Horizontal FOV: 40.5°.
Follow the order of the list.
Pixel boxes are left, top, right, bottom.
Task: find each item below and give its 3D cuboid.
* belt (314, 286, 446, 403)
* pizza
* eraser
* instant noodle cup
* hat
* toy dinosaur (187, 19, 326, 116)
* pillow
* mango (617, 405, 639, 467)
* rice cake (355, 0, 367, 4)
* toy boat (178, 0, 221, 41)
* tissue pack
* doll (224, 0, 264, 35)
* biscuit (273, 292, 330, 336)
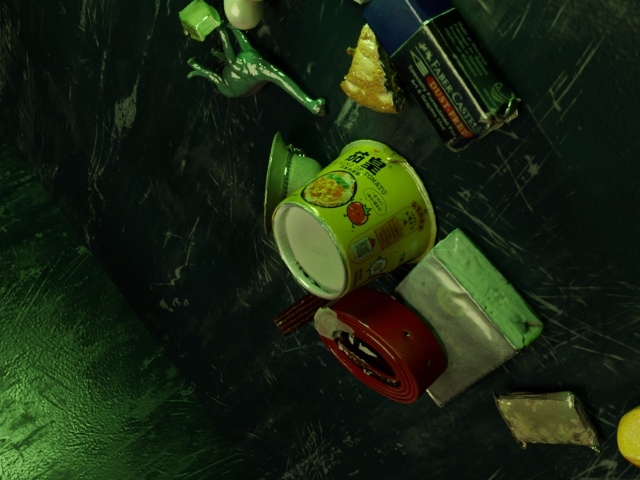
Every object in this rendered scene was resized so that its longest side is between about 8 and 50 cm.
[{"bbox_3d":[0.128,0.225,1.979,0.324,0.115,0.227,34,145,26],"label":"belt"},{"bbox_3d":[0.112,-0.361,1.773,0.154,0.069,0.194,29,132,39],"label":"pizza"},{"bbox_3d":[0.222,-0.333,1.604,0.332,0.101,0.155,56,149,1],"label":"eraser"},{"bbox_3d":[0.062,-0.033,1.957,0.325,0.254,0.326,36,143,33],"label":"instant noodle cup"},{"bbox_3d":[-0.057,-0.132,2.127,0.130,0.257,0.257,8,136,2],"label":"hat"},{"bbox_3d":[-0.165,-0.368,2.147,0.331,0.129,0.383,49,151,-3],"label":"toy dinosaur"},{"bbox_3d":[0.499,0.391,1.909,0.255,0.059,0.169,-14,107,56],"label":"pillow"},{"bbox_3d":[0.664,0.370,1.620,0.217,0.102,0.141,-23,75,56],"label":"mango"},{"bbox_3d":[0.022,-0.548,1.761,0.211,0.034,0.043,41,154,24],"label":"rice cake"},{"bbox_3d":[-0.296,-0.532,2.079,0.055,0.093,0.293,48,-178,-24],"label":"toy boat"},{"bbox_3d":[0.290,0.186,1.953,0.288,0.124,0.394,50,148,10],"label":"tissue pack"},{"bbox_3d":[-0.206,-0.599,1.940,0.271,0.144,0.208,52,138,32],"label":"doll"},{"bbox_3d":[-0.011,0.171,2.385,0.073,0.107,0.388,55,149,3],"label":"biscuit"}]
